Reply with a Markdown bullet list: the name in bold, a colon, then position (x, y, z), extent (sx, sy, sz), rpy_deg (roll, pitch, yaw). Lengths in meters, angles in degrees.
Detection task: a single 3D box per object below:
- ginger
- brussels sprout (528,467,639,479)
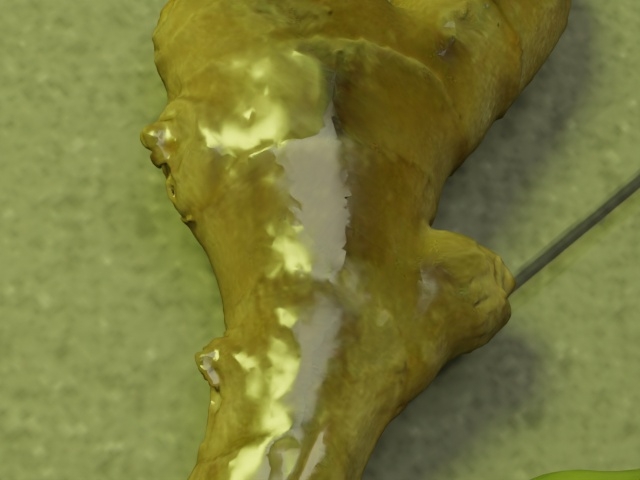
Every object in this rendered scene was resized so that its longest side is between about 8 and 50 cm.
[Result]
- **ginger**: position (0.000, 0.000, 0.583), extent (0.148, 0.081, 0.334), rpy_deg (23, 64, -20)
- **brussels sprout**: position (0.092, 0.200, 0.312), extent (0.328, 0.247, 0.328), rpy_deg (0, 55, 0)
